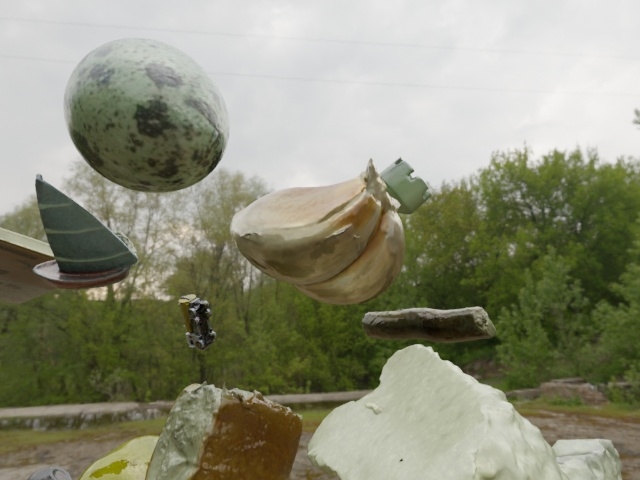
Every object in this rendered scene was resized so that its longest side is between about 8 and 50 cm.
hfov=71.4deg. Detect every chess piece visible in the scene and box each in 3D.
[{"bbox_3d":[0.108,-0.055,1.052,0.299,0.195,0.194,-39,-19,5],"label":"chess piece"}]

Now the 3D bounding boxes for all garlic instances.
[{"bbox_3d":[0.000,0.000,0.834,0.312,0.250,0.286,-21,-19,21],"label":"garlic"}]

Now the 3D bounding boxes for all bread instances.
[{"bbox_3d":[-0.174,0.412,0.840,0.224,0.250,0.279,-9,-34,40],"label":"bread"}]

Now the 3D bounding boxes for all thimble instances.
[{"bbox_3d":[-0.452,0.030,0.976,0.062,0.110,0.084,-38,-43,19],"label":"thimble"}]

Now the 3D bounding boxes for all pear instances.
[{"bbox_3d":[-0.368,0.566,0.941,0.293,0.295,0.294,-1,-12,0],"label":"pear"}]

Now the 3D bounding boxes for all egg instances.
[{"bbox_3d":[-0.148,-0.107,0.396,0.172,0.133,0.132,27,10,41],"label":"egg"}]

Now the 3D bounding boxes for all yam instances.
[{"bbox_3d":[0.212,0.177,0.935,0.071,0.067,0.317,43,-34,-25],"label":"yam"}]

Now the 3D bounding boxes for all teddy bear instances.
[{"bbox_3d":[0.192,0.331,0.458,0.327,0.362,0.375,-38,2,-13],"label":"teddy bear"}]

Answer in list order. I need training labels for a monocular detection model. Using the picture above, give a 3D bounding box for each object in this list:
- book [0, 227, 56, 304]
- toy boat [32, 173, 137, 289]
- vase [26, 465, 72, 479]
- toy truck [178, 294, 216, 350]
[{"bbox_3d":[-0.738,0.066,1.012,0.388,0.032,0.269,-20,-32,31],"label":"book"},{"bbox_3d":[-0.228,-0.004,0.419,0.096,0.034,0.122,-3,-45,-17],"label":"toy boat"},{"bbox_3d":[-0.749,0.694,1.171,0.120,0.183,0.120,39,-10,8],"label":"vase"},{"bbox_3d":[-0.285,0.186,1.021,0.062,0.123,0.052,1,17,30],"label":"toy truck"}]
